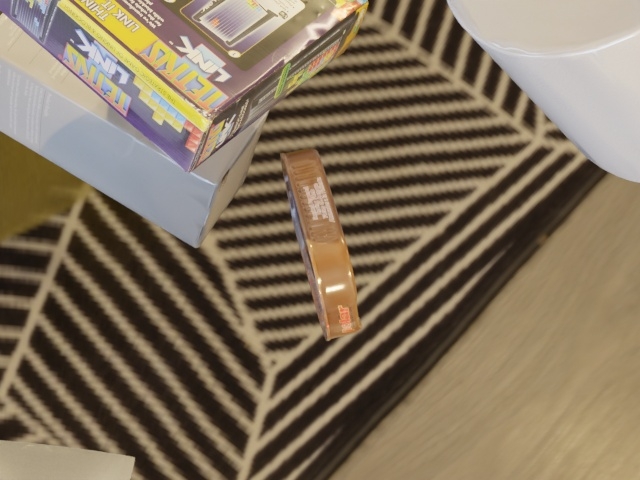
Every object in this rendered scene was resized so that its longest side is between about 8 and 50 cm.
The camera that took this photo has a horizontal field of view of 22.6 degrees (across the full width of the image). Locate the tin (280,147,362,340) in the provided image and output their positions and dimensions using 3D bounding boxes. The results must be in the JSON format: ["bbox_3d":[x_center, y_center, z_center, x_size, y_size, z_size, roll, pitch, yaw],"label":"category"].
[{"bbox_3d":[0.000,0.000,1.386,0.040,0.106,0.190,-15,48,0],"label":"tin"}]

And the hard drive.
[{"bbox_3d":[-0.346,0.266,1.726,0.254,0.172,0.054,12,58,-37],"label":"hard drive"}]

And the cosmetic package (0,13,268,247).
[{"bbox_3d":[-0.173,-0.110,1.380,0.238,0.127,0.107,29,61,0],"label":"cosmetic package"}]

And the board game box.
[{"bbox_3d":[-0.082,-0.135,0.854,0.170,0.048,0.141,41,53,10],"label":"board game box"}]

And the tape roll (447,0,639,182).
[{"bbox_3d":[0.225,-0.181,1.065,0.169,0.246,0.246,39,60,-44],"label":"tape roll"}]
